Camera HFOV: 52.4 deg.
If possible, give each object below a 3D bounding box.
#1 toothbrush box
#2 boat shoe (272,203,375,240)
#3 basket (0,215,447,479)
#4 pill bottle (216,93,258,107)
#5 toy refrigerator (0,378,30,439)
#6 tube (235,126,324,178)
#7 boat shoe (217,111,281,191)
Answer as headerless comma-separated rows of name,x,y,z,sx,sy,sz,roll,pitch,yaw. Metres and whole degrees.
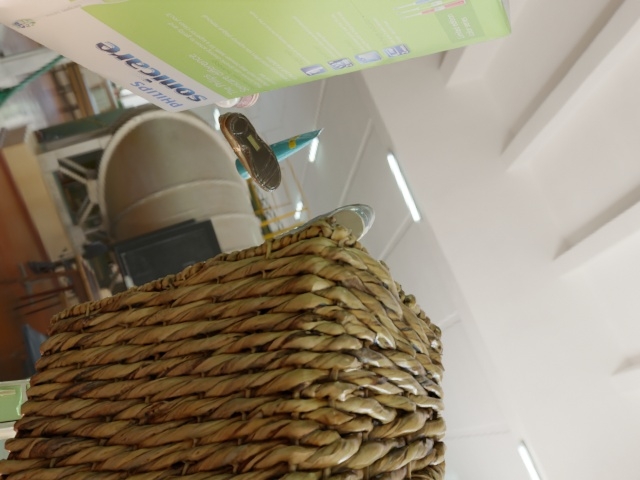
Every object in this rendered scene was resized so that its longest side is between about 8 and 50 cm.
toothbrush box,-0.042,-0.191,0.406,0.206,0.283,0.122,19,65,-63
boat shoe,0.000,-0.001,1.130,0.227,0.081,0.079,-25,-88,33
basket,-0.063,0.160,0.472,0.213,0.299,0.223,48,34,-40
pill bottle,-0.219,-0.369,1.599,0.152,0.086,0.086,-30,104,-68
toy refrigerator,-0.627,0.362,1.420,0.094,0.269,0.102,-35,-115,33
tube,-0.089,-0.196,1.431,0.052,0.207,0.080,61,22,-21
boat shoe,-0.144,-0.181,1.318,0.072,0.068,0.190,18,-36,48
